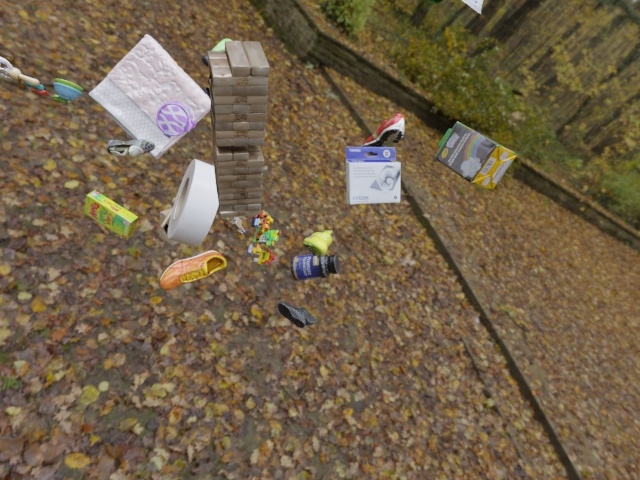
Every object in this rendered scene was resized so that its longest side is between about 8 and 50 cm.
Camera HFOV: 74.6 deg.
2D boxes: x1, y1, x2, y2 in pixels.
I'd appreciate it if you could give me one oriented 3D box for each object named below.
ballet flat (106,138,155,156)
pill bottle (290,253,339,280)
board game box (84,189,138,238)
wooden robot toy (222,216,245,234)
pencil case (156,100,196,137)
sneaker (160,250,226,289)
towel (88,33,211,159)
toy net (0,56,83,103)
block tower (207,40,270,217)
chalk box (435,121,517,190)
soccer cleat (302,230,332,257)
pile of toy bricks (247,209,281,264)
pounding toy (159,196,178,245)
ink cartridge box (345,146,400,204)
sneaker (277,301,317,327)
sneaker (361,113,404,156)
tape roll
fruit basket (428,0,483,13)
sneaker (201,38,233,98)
[{"bbox_3d":[-0.434,-0.207,0.957,0.114,0.041,0.041,2,34,9],"label":"ballet flat"},{"bbox_3d":[-0.024,0.124,2.021,0.123,0.219,0.123,-8,90,-73],"label":"pill bottle"},{"bbox_3d":[-0.758,-0.092,1.521,0.181,0.092,0.043,32,37,-2],"label":"board game box"},{"bbox_3d":[-0.365,-0.095,1.776,0.173,0.076,0.079,62,35,-54],"label":"wooden robot toy"},{"bbox_3d":[-0.378,-0.325,1.118,0.088,0.086,0.206,16,15,-18],"label":"pencil case"},{"bbox_3d":[-0.327,0.076,1.082,0.175,0.064,0.067,-29,32,-27],"label":"sneaker"},{"bbox_3d":[-0.623,-0.525,1.559,0.332,0.317,0.053,46,1,-15],"label":"towel"},{"bbox_3d":[-0.754,-0.421,1.087,0.122,0.045,0.232,15,-1,39],"label":"toy net"},{"bbox_3d":[-0.157,-0.191,0.794,0.091,0.335,0.097,-6,50,-16],"label":"block tower"},{"bbox_3d":[0.460,-0.271,1.300,0.132,0.132,0.213,8,32,-40],"label":"chalk box"},{"bbox_3d":[-0.001,-0.001,1.641,0.093,0.121,0.289,44,-1,-2],"label":"soccer cleat"},{"bbox_3d":[-0.203,-0.019,1.629,0.118,0.105,0.212,61,33,-58],"label":"pile of toy bricks"},{"bbox_3d":[-0.609,-0.094,1.732,0.094,0.206,0.181,28,32,23],"label":"pounding toy"},{"bbox_3d":[0.206,-0.254,1.637,0.223,0.224,0.045,-5,6,-18],"label":"ink cartridge box"},{"bbox_3d":[-0.096,0.302,1.742,0.170,0.051,0.089,41,30,2],"label":"sneaker"},{"bbox_3d":[0.275,-0.449,1.799,0.107,0.279,0.118,24,70,-21],"label":"sneaker"},{"bbox_3d":[-0.423,-0.126,1.417,0.100,0.286,0.286,18,39,-26],"label":"tape roll"},{"bbox_3d":[0.149,-0.514,0.680,0.327,0.165,0.353,34,38,-5],"label":"fruit basket"},{"bbox_3d":[-0.403,-0.630,1.839,0.202,0.483,0.185,-33,57,-18],"label":"sneaker"}]
